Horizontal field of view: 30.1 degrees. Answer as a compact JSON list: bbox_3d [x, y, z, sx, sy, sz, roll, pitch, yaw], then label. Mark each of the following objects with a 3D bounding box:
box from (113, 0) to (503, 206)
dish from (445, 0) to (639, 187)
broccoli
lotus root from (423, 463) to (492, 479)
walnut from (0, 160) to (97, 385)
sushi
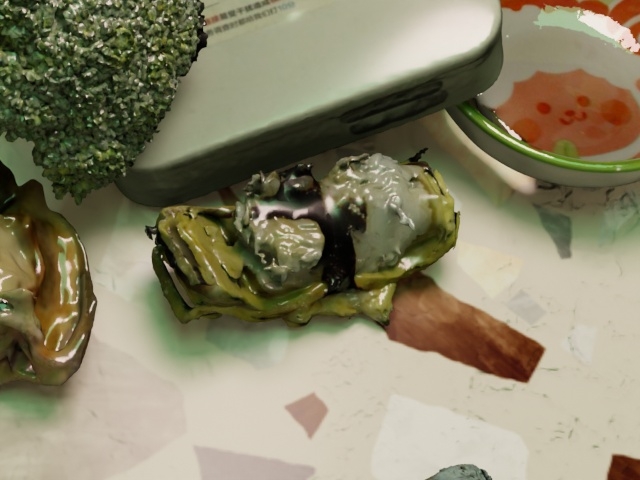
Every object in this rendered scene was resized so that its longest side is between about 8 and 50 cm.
[{"bbox_3d":[-0.062,-0.261,1.166,0.396,0.111,0.397,-19,65,-2],"label":"box"},{"bbox_3d":[0.259,-0.172,1.246,0.324,0.124,0.324,2,58,-4],"label":"dish"},{"bbox_3d":[-0.264,-0.218,1.037,0.221,0.252,0.361,-20,46,-40],"label":"broccoli"},{"bbox_3d":[0.014,0.281,0.878,0.322,0.140,0.158,-29,43,-34],"label":"lotus root"},{"bbox_3d":[-0.305,0.028,0.958,0.238,0.141,0.204,18,48,-52],"label":"walnut"},{"bbox_3d":[-0.001,0.004,1.061,0.291,0.131,0.139,-11,58,-29],"label":"sushi"}]
